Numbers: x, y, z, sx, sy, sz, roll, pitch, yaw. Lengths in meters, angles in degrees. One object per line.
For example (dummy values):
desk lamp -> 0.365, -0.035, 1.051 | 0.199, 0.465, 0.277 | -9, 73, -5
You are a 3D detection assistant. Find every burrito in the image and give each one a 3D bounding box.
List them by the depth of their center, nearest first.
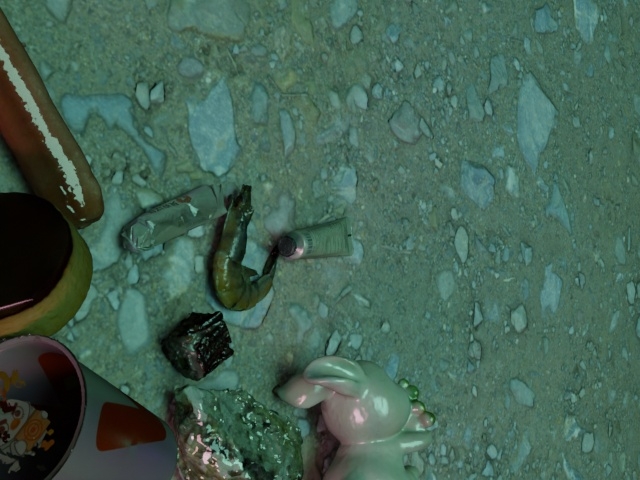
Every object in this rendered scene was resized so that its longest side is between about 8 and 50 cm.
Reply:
burrito -> -0.230, -0.034, 1.230 | 0.203, 0.064, 0.064 | -32, 108, -44

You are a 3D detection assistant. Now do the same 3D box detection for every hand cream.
hand cream -> 0.000, 0.000, 1.453 | 0.234, 0.050, 0.080 | -8, 93, -58

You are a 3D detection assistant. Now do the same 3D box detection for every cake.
cake -> -0.390, 0.059, 0.995 | 0.178, 0.185, 0.208 | 89, 12, -50

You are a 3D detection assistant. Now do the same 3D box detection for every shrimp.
shrimp -> -0.124, 0.016, 1.341 | 0.150, 0.051, 0.217 | 19, 76, -48

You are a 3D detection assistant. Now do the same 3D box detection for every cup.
cup -> -0.309, 0.255, 0.995 | 0.288, 0.202, 0.203 | 54, 48, -58

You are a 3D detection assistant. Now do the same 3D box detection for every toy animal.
toy animal -> 0.067, 0.346, 1.396 | 0.247, 0.182, 0.310 | -7, 90, -45

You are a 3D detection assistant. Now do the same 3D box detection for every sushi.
sushi -> -0.190, 0.165, 1.219 | 0.084, 0.098, 0.094 | -40, 111, -40

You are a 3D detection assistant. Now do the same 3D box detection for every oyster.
oyster -> -0.133, 0.340, 1.252 | 0.267, 0.112, 0.199 | 21, 72, -38

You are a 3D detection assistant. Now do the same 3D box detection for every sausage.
sausage -> -0.418, -0.201, 1.039 | 0.419, 0.094, 0.094 | 63, 19, -19
